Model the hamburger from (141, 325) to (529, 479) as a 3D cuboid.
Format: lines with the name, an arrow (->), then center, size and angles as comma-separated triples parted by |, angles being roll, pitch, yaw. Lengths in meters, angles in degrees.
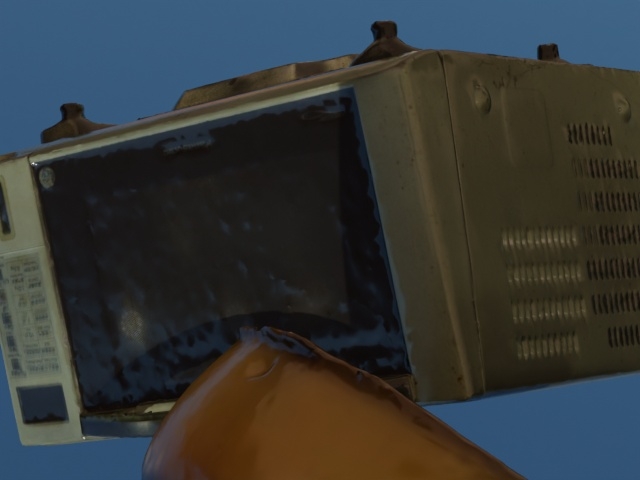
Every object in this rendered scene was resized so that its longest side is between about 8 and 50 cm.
hamburger -> 0.034, 0.259, 0.989 | 0.396, 0.396, 0.277 | 32, -100, 24

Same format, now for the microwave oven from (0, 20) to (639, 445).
microwave oven -> 0.000, 0.000, 1.374 | 0.394, 0.247, 0.333 | -10, 176, 38
